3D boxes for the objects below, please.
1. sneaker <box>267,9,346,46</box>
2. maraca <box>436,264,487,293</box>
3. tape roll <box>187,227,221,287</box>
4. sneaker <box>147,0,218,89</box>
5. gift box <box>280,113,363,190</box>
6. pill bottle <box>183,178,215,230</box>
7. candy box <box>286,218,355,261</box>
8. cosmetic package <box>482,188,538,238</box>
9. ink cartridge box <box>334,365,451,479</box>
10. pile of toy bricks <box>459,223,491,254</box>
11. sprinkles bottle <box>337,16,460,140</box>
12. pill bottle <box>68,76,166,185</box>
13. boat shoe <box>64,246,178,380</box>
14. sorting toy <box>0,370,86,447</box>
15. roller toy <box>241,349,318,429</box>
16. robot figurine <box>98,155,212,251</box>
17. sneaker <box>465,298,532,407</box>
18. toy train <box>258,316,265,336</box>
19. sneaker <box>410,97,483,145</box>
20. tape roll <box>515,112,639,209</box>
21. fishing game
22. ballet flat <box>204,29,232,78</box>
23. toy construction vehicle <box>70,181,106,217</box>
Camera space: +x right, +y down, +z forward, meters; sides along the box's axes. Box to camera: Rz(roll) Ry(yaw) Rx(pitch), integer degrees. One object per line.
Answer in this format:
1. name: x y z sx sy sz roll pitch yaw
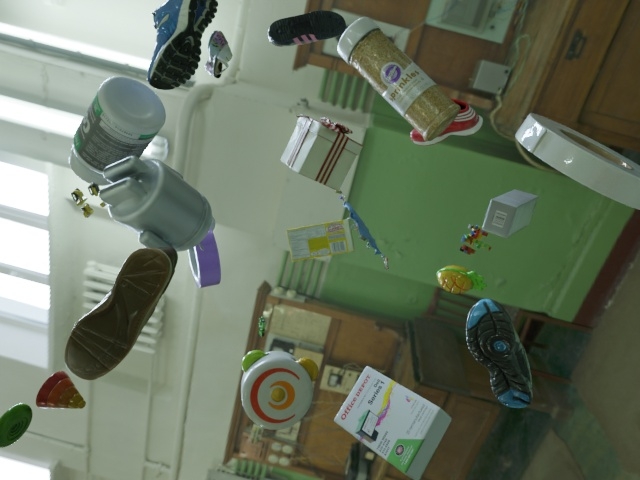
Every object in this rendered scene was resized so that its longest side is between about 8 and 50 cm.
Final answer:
1. sneaker: -0.061 -0.857 1.888 0.131 0.319 0.112 -144 45 -74
2. maraca: 0.519 0.146 1.720 0.127 0.186 0.099 51 -125 -36
3. tape roll: -0.510 0.065 2.011 0.275 0.090 0.274 168 90 -67
4. sneaker: -0.425 -0.601 1.368 0.130 0.147 0.329 23 -87 -59
5. gift box: -0.004 -0.395 1.980 0.255 0.276 0.258 41 106 50
6. pill bottle: -0.697 -0.168 2.411 0.188 0.334 0.187 -28 -29 -17
7. candy box: 0.000 0.000 1.474 0.027 0.206 0.105 0 -99 -77
8. cosmetic package: 0.700 -0.102 1.704 0.238 0.107 0.127 -20 -54 -49
9. ink cartridge box: 0.208 0.533 1.379 0.201 0.278 0.117 -55 -46 -15
10. pile of toy bricks: 0.623 0.006 1.833 0.118 0.105 0.212 -65 -9 12
11. sprinkles bottle: 0.203 -0.424 1.220 0.121 0.355 0.121 -41 -10 -8
12. pill bottle: -0.671 -0.338 1.506 0.361 0.204 0.204 -34 28 39
13. boat shoe: -0.420 0.152 1.008 0.342 0.123 0.123 -56 2 10
14. sorting toy: -0.820 0.533 1.328 0.365 0.126 0.127 -52 -19 -60
15. roller toy: -0.118 0.408 1.272 0.146 0.210 0.191 160 117 -79
16. robot figurine: -0.450 -0.094 1.325 0.353 0.200 0.299 45 -142 -52
17. sneaker: 0.490 0.291 1.276 0.139 0.125 0.340 -51 -56 -53
18. toy train: -0.205 0.304 1.632 0.024 0.017 0.083 40 134 42
19. sneaker: 0.338 -0.351 1.335 0.128 0.221 0.086 35 -122 -41
20. tape roll: 0.708 -0.216 1.231 0.392 0.392 0.072 -74 8 -60
21. fishing game: 0.113 -0.030 1.323 0.041 0.264 0.189 -34 4 10
22. ballet flat: -0.341 -0.620 1.569 0.077 0.079 0.221 -53 9 -21
23. toy construction vehicle: -0.645 -0.116 1.306 0.085 0.035 0.098 -65 -18 -45
